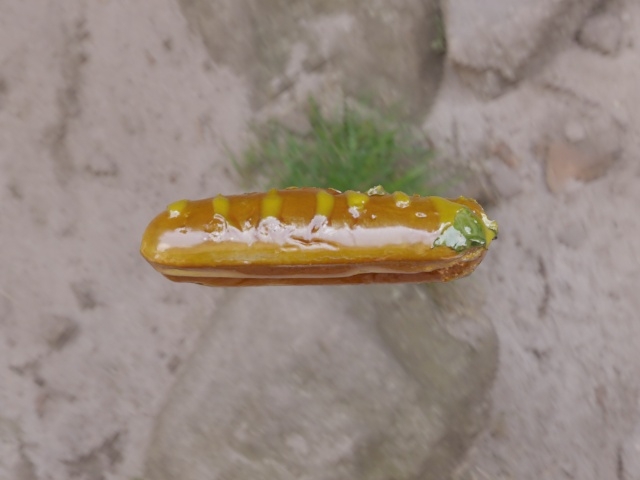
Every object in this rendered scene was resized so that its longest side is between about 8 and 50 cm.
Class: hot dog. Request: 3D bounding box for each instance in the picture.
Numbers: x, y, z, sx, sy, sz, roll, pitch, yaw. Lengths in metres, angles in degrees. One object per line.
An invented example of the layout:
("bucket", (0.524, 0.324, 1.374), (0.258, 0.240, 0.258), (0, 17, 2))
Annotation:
("hot dog", (0.000, 0.000, 1.387), (0.269, 0.115, 0.072), (-1, 74, 2))
